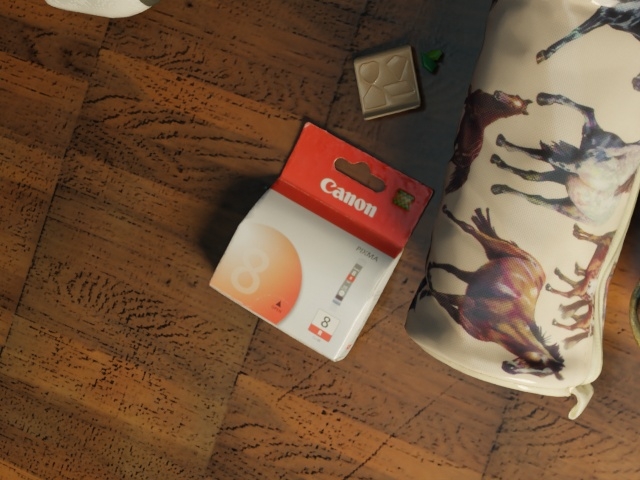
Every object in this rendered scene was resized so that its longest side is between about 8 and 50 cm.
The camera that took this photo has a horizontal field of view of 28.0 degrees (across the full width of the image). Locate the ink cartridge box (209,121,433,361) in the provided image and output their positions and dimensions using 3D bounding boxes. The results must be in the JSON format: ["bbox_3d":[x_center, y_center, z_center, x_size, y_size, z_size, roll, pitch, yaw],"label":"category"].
[{"bbox_3d":[0.000,0.000,1.185,0.145,0.045,0.179,30,101,16],"label":"ink cartridge box"}]

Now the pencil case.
[{"bbox_3d":[0.201,-0.072,1.059,0.183,0.160,0.410,18,94,32],"label":"pencil case"}]

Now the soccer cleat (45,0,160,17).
[{"bbox_3d":[-0.221,-0.377,1.226,0.143,0.116,0.331,-4,88,18],"label":"soccer cleat"}]

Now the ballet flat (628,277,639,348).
[{"bbox_3d":[0.405,-0.005,1.016,0.348,0.123,0.123,-30,80,12],"label":"ballet flat"}]

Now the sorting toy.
[{"bbox_3d":[0.074,-0.148,1.179,0.083,0.012,0.062,-12,81,21],"label":"sorting toy"}]
